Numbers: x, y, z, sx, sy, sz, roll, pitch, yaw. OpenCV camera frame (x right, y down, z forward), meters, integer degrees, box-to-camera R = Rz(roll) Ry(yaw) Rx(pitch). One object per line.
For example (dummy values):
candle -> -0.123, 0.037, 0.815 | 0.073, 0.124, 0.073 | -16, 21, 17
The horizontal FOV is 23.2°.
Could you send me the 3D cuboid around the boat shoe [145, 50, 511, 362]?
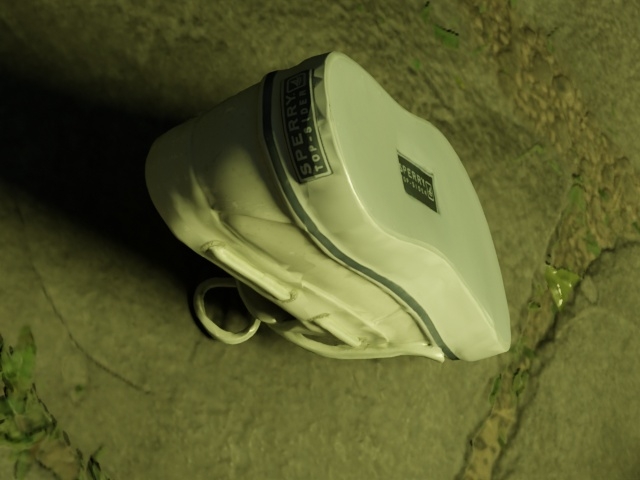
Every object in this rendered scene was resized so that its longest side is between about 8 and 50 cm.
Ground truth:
boat shoe -> 0.001, 0.008, 0.905 | 0.367, 0.156, 0.136 | 29, 48, -66
